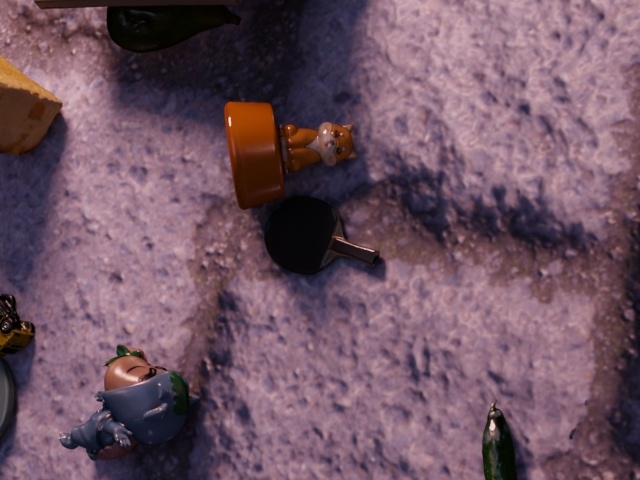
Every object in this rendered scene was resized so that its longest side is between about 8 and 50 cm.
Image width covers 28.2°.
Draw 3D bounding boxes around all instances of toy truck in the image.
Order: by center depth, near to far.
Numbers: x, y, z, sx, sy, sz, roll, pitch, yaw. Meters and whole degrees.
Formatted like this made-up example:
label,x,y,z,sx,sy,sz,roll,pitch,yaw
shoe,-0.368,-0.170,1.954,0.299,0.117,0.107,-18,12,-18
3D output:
label,x,y,z,sx,sy,sz,roll,pitch,yaw
toy truck,-0.422,0.112,1.690,0.054,0.049,0.083,-45,65,11

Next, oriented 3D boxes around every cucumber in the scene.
label,x,y,z,sx,sy,sz,roll,pitch,yaw
cucumber,0.196,0.252,1.398,0.037,0.037,0.155,-13,74,21

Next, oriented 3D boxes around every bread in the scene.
label,x,y,z,sx,sy,sz,roll,pitch,yaw
bread,-0.502,-0.221,1.720,0.274,0.184,0.114,34,100,25

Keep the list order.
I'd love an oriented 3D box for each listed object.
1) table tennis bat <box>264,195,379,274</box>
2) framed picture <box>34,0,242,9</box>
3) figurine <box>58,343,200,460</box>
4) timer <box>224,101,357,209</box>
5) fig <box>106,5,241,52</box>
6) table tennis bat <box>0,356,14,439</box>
label,x,y,z,sx,sy,sz,roll,pitch,yaw
table tennis bat,0.000,0.000,1.546,0.158,0.014,0.095,18,86,27
framed picture,-0.186,-0.389,1.608,0.335,0.022,0.247,6,57,34
figurine,-0.246,0.199,1.570,0.178,0.114,0.145,-34,66,23
timer,-0.033,-0.112,1.540,0.152,0.132,0.132,-8,75,-1
fig,-0.188,-0.299,1.637,0.177,0.117,0.117,-1,79,22
table tennis bat,-0.465,0.254,1.688,0.152,0.040,0.244,-23,67,19
